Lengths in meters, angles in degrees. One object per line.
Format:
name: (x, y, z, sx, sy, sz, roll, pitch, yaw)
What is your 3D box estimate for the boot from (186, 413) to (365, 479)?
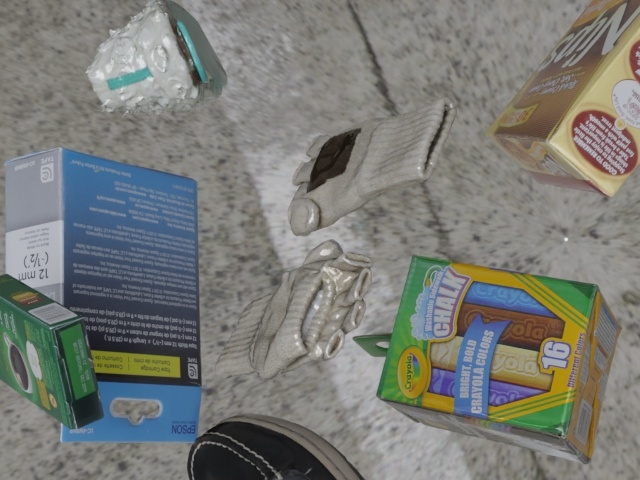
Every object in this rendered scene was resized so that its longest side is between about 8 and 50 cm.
boot: (-0.077, 0.279, 0.954, 0.377, 0.284, 0.138, 40, 129, 43)

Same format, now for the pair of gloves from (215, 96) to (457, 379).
pair of gloves: (0.000, 0.000, 0.964, 0.042, 0.204, 0.240, 33, 71, -20)

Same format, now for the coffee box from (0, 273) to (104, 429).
coffee box: (-0.284, 0.107, 1.242, 0.184, 0.040, 0.113, 17, 121, 51)

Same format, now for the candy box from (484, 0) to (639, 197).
candy box: (0.306, -0.192, 1.158, 0.087, 0.183, 0.316, 40, 89, -12)

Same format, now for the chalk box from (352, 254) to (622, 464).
chalk box: (0.185, 0.135, 1.467, 0.288, 0.180, 0.179, 11, 76, 24)

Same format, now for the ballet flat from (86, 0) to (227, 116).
ballet flat: (-0.197, -0.206, 1.437, 0.146, 0.409, 0.147, 0, 97, -1)

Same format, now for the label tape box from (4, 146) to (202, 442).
label tape box: (-0.267, 0.079, 1.548, 0.115, 0.249, 0.348, -8, 78, 35)
